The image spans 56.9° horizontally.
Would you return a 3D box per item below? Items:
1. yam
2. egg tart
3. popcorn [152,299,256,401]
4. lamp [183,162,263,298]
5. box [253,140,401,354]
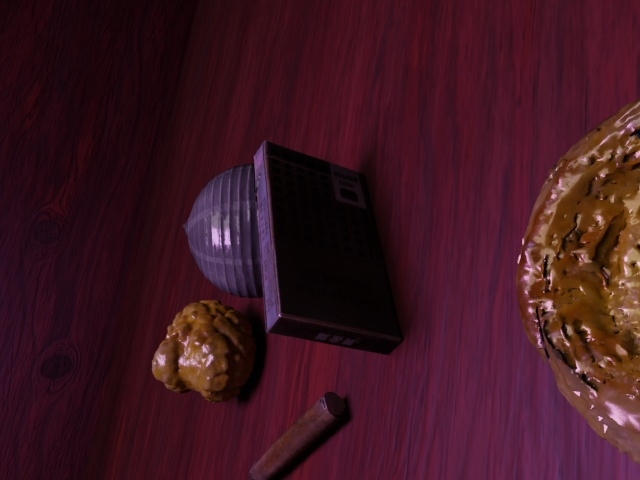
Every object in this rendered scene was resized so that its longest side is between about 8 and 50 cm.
[{"bbox_3d":[-0.042,0.310,0.900,0.264,0.046,0.046,-53,32,38],"label":"yam"},{"bbox_3d":[0.260,0.023,0.393,0.291,0.107,0.290,-37,43,45],"label":"egg tart"},{"bbox_3d":[-0.236,0.219,1.172,0.226,0.203,0.200,68,149,27],"label":"popcorn"},{"bbox_3d":[-0.128,-0.022,1.056,0.233,0.233,0.265,-40,43,50],"label":"lamp"},{"bbox_3d":[0.001,0.000,0.838,0.047,0.180,0.324,-54,32,38],"label":"box"}]
